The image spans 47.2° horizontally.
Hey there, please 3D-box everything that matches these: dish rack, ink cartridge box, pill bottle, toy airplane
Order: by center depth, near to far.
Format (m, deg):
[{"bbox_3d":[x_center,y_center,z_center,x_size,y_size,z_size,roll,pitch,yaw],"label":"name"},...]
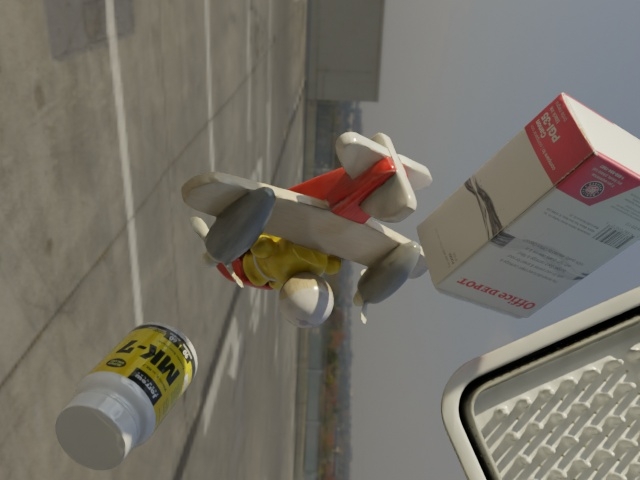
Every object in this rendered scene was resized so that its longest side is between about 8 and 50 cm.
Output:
[{"bbox_3d":[0.307,0.202,0.703,0.072,0.332,0.286,77,-10,-76],"label":"dish rack"},{"bbox_3d":[0.299,-0.032,0.990,0.283,0.207,0.117,-45,-139,34],"label":"ink cartridge box"},{"bbox_3d":[-0.260,0.208,0.999,0.208,0.119,0.119,-57,152,-64],"label":"pill bottle"},{"bbox_3d":[0.000,0.000,1.149,0.384,0.385,0.273,89,1,-69],"label":"toy airplane"}]
